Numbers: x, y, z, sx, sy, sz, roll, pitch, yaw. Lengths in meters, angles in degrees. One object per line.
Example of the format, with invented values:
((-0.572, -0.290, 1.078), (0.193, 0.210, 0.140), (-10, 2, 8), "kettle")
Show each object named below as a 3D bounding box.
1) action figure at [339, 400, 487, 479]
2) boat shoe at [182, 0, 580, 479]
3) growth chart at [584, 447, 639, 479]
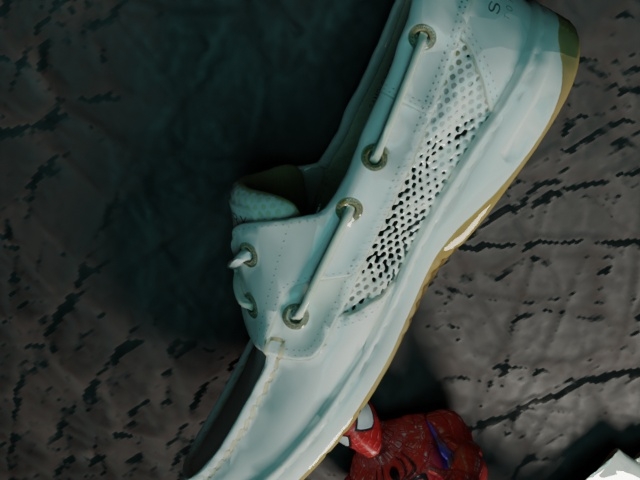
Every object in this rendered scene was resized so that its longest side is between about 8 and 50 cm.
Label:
((0.092, 0.185, 0.635), (0.091, 0.139, 0.280), (-41, 94, 13), "action figure")
((0.000, 0.000, 0.583), (0.096, 0.098, 0.277), (29, 102, -15), "boat shoe")
((0.160, 0.196, 0.724), (0.237, 0.021, 0.172), (-39, 112, 15), "growth chart")
